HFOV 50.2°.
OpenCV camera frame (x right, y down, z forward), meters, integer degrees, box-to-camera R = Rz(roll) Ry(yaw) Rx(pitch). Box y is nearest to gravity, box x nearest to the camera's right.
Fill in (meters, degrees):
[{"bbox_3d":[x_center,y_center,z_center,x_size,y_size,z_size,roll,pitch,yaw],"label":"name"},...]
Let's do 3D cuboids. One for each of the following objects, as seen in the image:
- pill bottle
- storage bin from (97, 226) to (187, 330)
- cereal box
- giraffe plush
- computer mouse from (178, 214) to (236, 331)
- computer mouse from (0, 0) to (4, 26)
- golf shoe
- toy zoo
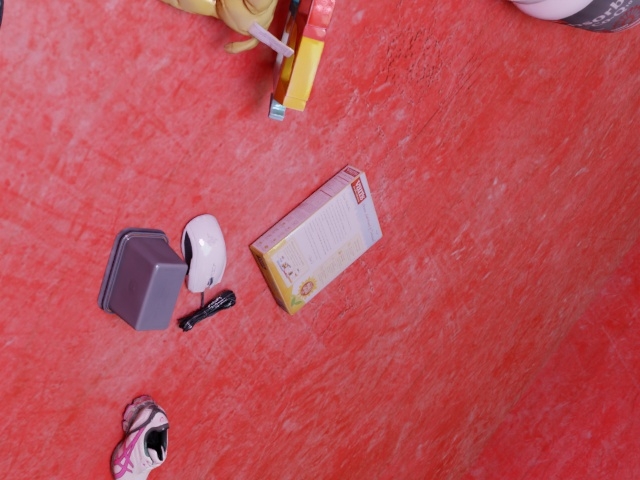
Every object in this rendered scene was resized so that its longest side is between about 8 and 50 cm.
[{"bbox_3d":[0.459,-0.496,1.229,0.363,0.210,0.210,-8,120,-42],"label":"pill bottle"},{"bbox_3d":[-0.243,0.063,0.977,0.098,0.091,0.135,5,112,-47],"label":"storage bin"},{"bbox_3d":[0.000,0.000,1.216,0.240,0.047,0.173,-40,138,-20],"label":"cereal box"},{"bbox_3d":[-0.084,-0.349,0.825,0.210,0.181,0.170,39,61,-31],"label":"giraffe plush"},{"bbox_3d":[-0.179,0.051,1.071,0.106,0.042,0.192,-22,130,-33],"label":"computer mouse"},{"bbox_3d":[-0.386,-0.189,0.711,0.071,0.041,0.242,9,116,-39],"label":"computer mouse"},{"bbox_3d":[-0.294,0.352,1.122,0.068,0.086,0.186,-8,122,-44],"label":"golf shoe"},{"bbox_3d":[-0.017,-0.294,0.890,0.030,0.192,0.293,12,115,-14],"label":"toy zoo"}]
